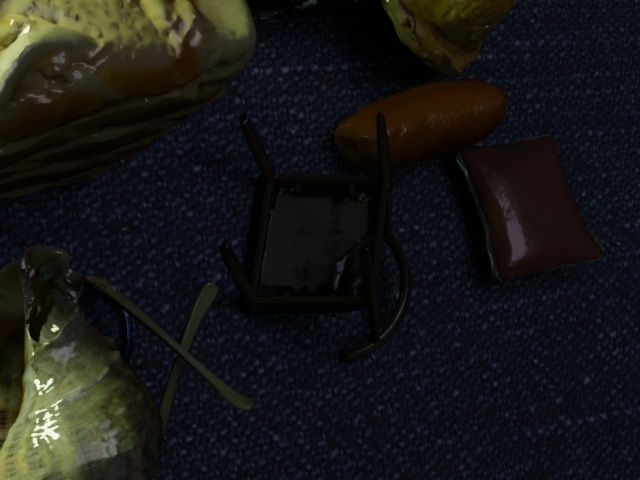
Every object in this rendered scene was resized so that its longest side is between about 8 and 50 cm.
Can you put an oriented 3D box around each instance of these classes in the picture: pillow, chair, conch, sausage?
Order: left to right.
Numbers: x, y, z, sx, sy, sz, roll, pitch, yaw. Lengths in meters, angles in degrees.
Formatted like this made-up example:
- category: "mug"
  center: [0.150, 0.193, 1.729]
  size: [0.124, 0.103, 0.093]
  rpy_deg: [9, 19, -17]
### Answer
- category: "conch"
  center: [-0.233, 0.161, 1.594]
  size: [0.159, 0.210, 0.291]
  rpy_deg: [15, 70, -35]
- category: "chair"
  center: [0.000, 0.000, 1.884]
  size: [0.272, 0.166, 0.188]
  rpy_deg: [68, 26, -61]
- category: "sausage"
  center: [0.122, -0.140, 2.059]
  size: [0.238, 0.098, 0.098]
  rpy_deg: [-21, 87, -35]
- category: "pillow"
  center: [0.251, -0.041, 2.140]
  size: [0.171, 0.075, 0.179]
  rpy_deg: [-10, 74, -33]

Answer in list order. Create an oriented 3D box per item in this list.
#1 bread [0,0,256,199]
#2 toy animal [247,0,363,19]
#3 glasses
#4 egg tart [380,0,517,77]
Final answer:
- category: "bread"
  center: [-0.295, -0.190, 1.571]
  size: [0.390, 0.371, 0.279]
  rpy_deg: [-17, 86, -42]
- category: "toy animal"
  center: [-0.037, -0.340, 1.982]
  size: [0.166, 0.138, 0.179]
  rpy_deg: [-11, 85, -63]
- category: "glasses"
  center: [-0.157, 0.139, 1.709]
  size: [0.102, 0.207, 0.239]
  rpy_deg: [28, 51, -72]
- category: "egg tart"
  center: [0.147, -0.333, 2.084]
  size: [0.288, 0.118, 0.288]
  rpy_deg: [35, 47, -50]
